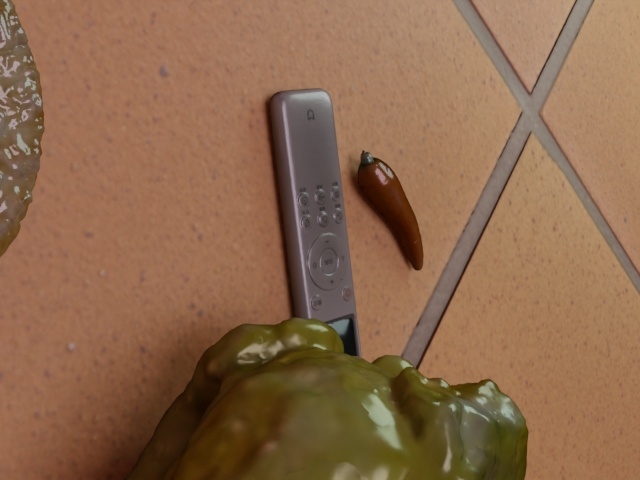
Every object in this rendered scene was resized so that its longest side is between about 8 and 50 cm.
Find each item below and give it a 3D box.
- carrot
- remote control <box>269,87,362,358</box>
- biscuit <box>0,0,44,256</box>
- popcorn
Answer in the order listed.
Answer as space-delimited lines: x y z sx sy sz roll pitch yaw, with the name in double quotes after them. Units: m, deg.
0.069 -0.028 0.925 0.035 0.035 0.142 -54 129 -30 "carrot"
0.000 0.000 0.856 0.067 0.029 0.261 -13 99 -44 "remote control"
-0.256 -0.067 0.598 0.188 0.040 0.265 20 74 -43 "biscuit"
-0.012 0.217 0.682 0.312 0.312 0.312 0 89 -45 "popcorn"
